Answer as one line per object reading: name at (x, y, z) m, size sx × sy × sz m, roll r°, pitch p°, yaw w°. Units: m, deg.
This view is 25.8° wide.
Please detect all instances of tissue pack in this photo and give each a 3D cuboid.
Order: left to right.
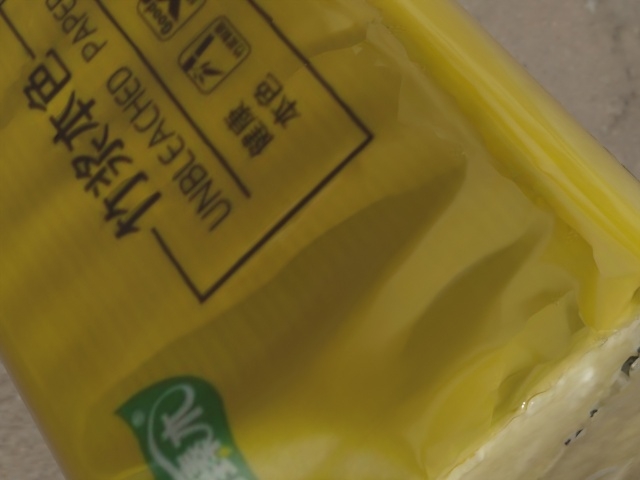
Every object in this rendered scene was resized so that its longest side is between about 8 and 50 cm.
tissue pack at (0.000, 0.000, 0.600) m, size 0.382 × 0.228 × 0.293 m, roll 50°, pitch 9°, yaw 34°
